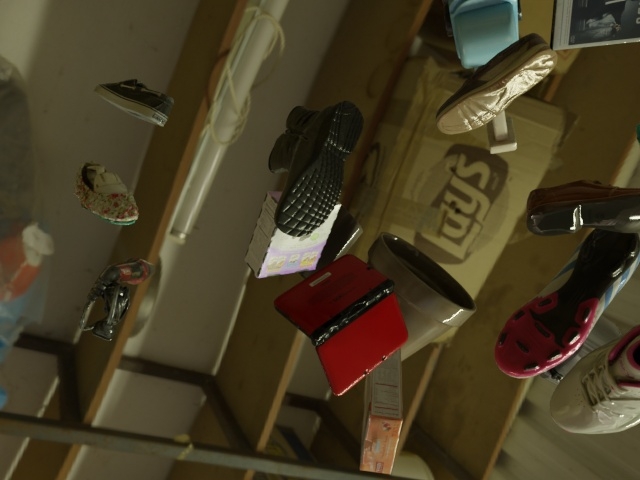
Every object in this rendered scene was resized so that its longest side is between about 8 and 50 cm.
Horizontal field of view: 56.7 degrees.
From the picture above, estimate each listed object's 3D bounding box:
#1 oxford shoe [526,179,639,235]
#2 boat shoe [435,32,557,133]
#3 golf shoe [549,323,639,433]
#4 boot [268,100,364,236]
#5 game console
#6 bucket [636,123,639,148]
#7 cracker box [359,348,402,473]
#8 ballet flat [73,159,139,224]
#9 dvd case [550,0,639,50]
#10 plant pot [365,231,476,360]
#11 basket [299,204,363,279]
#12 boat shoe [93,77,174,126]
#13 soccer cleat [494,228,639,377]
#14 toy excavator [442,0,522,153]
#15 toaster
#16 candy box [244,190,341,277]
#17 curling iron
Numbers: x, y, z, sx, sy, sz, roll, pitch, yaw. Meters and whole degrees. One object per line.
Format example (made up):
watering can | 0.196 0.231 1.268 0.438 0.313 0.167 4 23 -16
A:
oxford shoe | 0.396 -0.057 0.821 0.212 0.076 0.076 -1 -131 14
boat shoe | 0.376 -0.344 1.309 0.285 0.103 0.092 -36 -134 28
golf shoe | 0.396 0.166 0.765 0.306 0.140 0.115 -51 -137 41
boot | -0.033 -0.117 0.972 0.161 0.083 0.246 5 -115 52
game console | 0.029 0.103 0.767 0.124 0.144 0.085 34 -41 32
bucket | 0.894 -0.210 1.374 0.281 0.183 0.281 -24 -151 14
cracker box | 0.124 0.329 1.210 0.232 0.067 0.155 -77 174 -59
ballet flat | -0.403 -0.095 1.089 0.241 0.091 0.077 26 -64 47
dvd case | 0.565 -0.461 1.116 0.029 0.239 0.179 -81 164 -53
plant pot | 0.209 0.184 1.612 0.280 0.323 0.323 -54 -148 15
basket | 0.000 0.000 1.757 0.227 0.204 0.154 -42 169 -4
boat shoe | -0.399 -0.308 1.277 0.219 0.078 0.070 25 -94 27
soccer cleat | 0.442 0.116 1.038 0.331 0.143 0.116 -49 -121 3
toy excavator | 0.488 -0.528 1.724 0.223 0.433 0.444 -6 -111 17
toaster | 0.492 0.206 1.128 0.129 0.146 0.227 -55 -170 32
candy box | -0.064 -0.018 1.343 0.070 0.165 0.196 50 -49 36
curling iron | -0.210 0.045 0.641 0.274 0.035 0.068 -148 -99 -79
